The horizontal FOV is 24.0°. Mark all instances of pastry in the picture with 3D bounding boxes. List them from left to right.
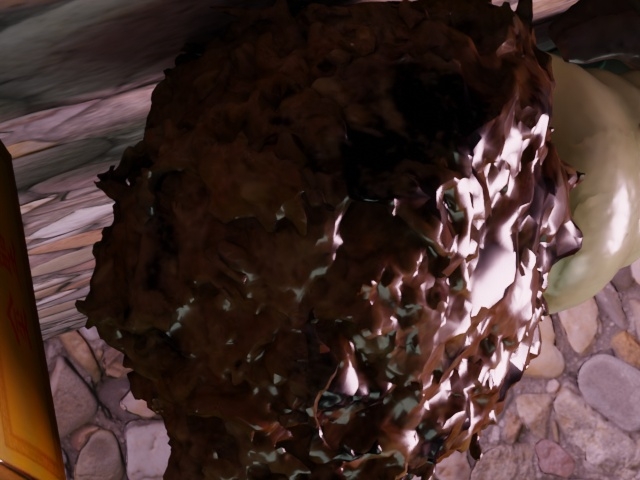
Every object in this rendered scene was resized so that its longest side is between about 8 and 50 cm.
[{"bbox_3d":[0.000,0.000,0.703,0.193,0.275,0.275,21,-162,28],"label":"pastry"}]

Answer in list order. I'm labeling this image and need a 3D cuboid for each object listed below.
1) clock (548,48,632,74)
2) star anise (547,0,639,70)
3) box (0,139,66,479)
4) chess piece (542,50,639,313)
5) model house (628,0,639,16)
[{"bbox_3d":[0.200,-0.126,1.147,0.135,0.041,0.101,-17,176,-20],"label":"clock"},{"bbox_3d":[0.268,-0.099,0.732,0.349,0.109,0.292,11,-169,32],"label":"star anise"},{"bbox_3d":[-0.252,0.064,0.619,0.274,0.174,0.076,-19,154,6],"label":"box"},{"bbox_3d":[0.230,-0.061,1.010,0.442,0.234,0.234,-12,174,-21],"label":"chess piece"},{"bbox_3d":[0.202,-0.140,0.561,0.203,0.141,0.164,2,-152,24],"label":"model house"}]
